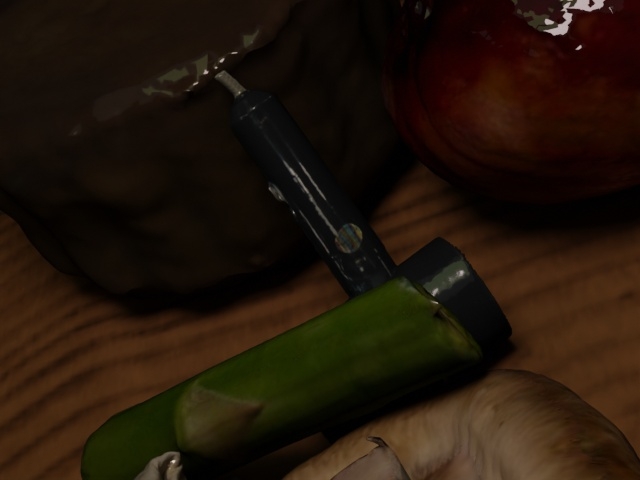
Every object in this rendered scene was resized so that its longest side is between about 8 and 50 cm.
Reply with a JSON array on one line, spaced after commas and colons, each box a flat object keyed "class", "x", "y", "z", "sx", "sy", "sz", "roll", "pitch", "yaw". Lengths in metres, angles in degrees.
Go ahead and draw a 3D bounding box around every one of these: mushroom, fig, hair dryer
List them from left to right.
[{"class": "hair dryer", "x": 0.000, "y": 0.000, "z": 0.787, "sx": 0.124, "sy": 0.219, "sz": 0.071, "roll": -34, "pitch": 6, "yaw": -5}, {"class": "mushroom", "x": 0.037, "y": 0.180, "z": 0.617, "sx": 0.278, "sy": 0.146, "sz": 0.278, "roll": -32, "pitch": 29, "yaw": 20}, {"class": "fig", "x": 0.159, "y": -0.133, "z": 0.814, "sx": 0.263, "sy": 0.224, "sz": 0.224, "roll": -11, "pitch": 46, "yaw": 20}]

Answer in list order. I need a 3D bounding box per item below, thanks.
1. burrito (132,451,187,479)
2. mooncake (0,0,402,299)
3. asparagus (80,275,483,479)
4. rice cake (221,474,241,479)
[{"class": "burrito", "x": -0.102, "y": 0.205, "z": 0.626, "sx": 0.059, "sy": 0.082, "sz": 0.275, "roll": 3, "pitch": 31, "yaw": 6}, {"class": "mooncake", "x": -0.093, "y": -0.114, "z": 0.952, "sx": 0.324, "sy": 0.187, "sz": 0.324, "roll": -15, "pitch": 42, "yaw": 15}, {"class": "asparagus", "x": -0.027, "y": 0.081, "z": 0.730, "sx": 0.278, "sy": 0.067, "sz": 0.060, "roll": -28, "pitch": 66, "yaw": 35}, {"class": "rice cake", "x": -0.093, "y": 0.199, "z": 0.766, "sx": 0.029, "sy": 0.033, "sz": 0.171, "roll": 18, "pitch": 62, "yaw": 46}]
